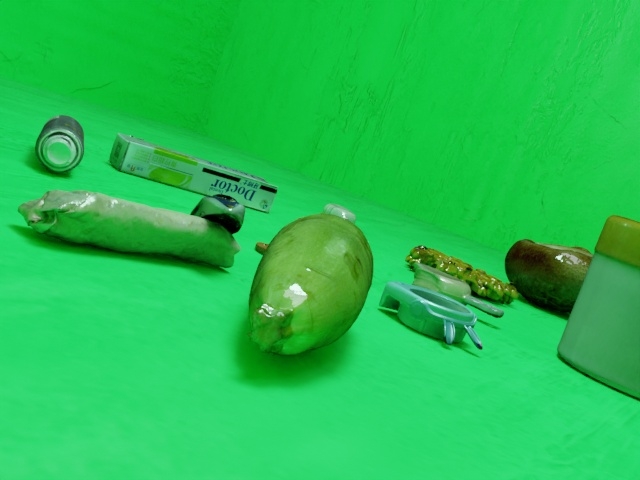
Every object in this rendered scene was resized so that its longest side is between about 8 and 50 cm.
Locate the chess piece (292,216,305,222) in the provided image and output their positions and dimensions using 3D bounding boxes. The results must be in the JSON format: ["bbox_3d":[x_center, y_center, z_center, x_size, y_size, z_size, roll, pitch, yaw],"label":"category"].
[{"bbox_3d":[0.000,-0.001,1.441,0.060,0.060,0.172,15,6,-37],"label":"chess piece"}]

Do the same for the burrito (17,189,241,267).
[{"bbox_3d":[-0.195,-0.013,0.948,0.082,0.059,0.275,21,5,43],"label":"burrito"}]

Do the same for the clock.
[{"bbox_3d":[0.151,0.099,1.113,0.108,0.045,0.147,15,9,-28],"label":"clock"}]

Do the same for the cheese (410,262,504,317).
[{"bbox_3d":[0.212,0.085,1.384,0.092,0.047,0.171,13,10,-39],"label":"cheese"}]

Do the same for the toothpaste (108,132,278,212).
[{"bbox_3d":[-0.249,-0.131,1.711,0.337,0.067,0.081,15,11,-33],"label":"toothpaste"}]

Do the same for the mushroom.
[{"bbox_3d":[0.524,0.078,1.872,0.253,0.153,0.253,16,-1,0],"label":"mushroom"}]

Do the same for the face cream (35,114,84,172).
[{"bbox_3d":[-0.419,-0.157,1.384,0.073,0.073,0.283,18,7,-18],"label":"face cream"}]

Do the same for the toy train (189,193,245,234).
[{"bbox_3d":[-0.128,-0.036,1.081,0.055,0.048,0.252,17,-9,-13],"label":"toy train"}]

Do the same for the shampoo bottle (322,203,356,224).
[{"bbox_3d":[0.051,-0.054,2.026,0.077,0.045,0.152,20,5,-11],"label":"shampoo bottle"}]

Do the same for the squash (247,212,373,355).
[{"bbox_3d":[-0.007,0.040,0.830,0.118,0.118,0.370,20,8,2],"label":"squash"}]

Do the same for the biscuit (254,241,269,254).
[{"bbox_3d":[-0.054,0.019,1.279,0.091,0.015,0.078,17,8,-24],"label":"biscuit"}]

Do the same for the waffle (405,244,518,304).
[{"bbox_3d":[0.283,0.068,1.720,0.232,0.051,0.228,21,4,5],"label":"waffle"}]

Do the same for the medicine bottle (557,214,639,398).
[{"bbox_3d":[0.498,0.106,1.257,0.238,0.231,0.238,19,8,-3],"label":"medicine bottle"}]
